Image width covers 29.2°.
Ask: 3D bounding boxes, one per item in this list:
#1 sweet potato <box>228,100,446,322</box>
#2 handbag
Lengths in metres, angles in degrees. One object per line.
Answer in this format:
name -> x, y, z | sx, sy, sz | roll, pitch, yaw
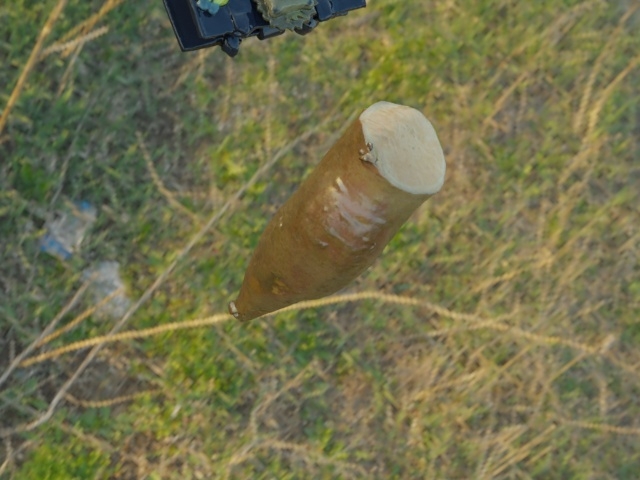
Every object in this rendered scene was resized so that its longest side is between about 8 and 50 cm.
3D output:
sweet potato -> 0.002, 0.000, 1.341 | 0.131, 0.336, 0.131 | 26, 35, -20
handbag -> -0.100, -0.446, 1.794 | 0.303, 0.122, 0.329 | -18, 91, -30
